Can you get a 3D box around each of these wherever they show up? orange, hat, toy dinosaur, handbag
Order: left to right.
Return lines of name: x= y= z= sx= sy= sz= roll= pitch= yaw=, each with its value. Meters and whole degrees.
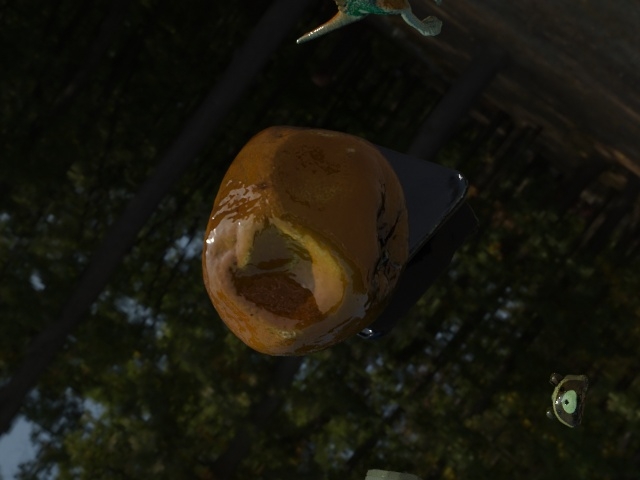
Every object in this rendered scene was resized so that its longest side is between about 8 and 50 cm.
orange: x=0.000 y=0.000 z=1.101 sx=0.183 sy=0.249 sz=0.249 roll=16 pitch=-176 yaw=19
handbag: x=0.058 y=-0.016 z=1.723 sx=0.329 sy=0.303 sz=0.122 roll=24 pitch=150 yaw=39
toy dinosaur: x=0.040 y=-0.209 z=0.869 sx=0.187 sy=0.044 sz=0.106 roll=-2 pitch=159 yaw=28
hat: x=0.384 y=0.247 z=1.633 sx=0.059 sy=0.077 sz=0.076 roll=8 pitch=-155 yaw=24

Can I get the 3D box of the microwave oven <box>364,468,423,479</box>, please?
microwave oven: x=0.155 y=0.534 z=1.945 sx=0.129 sy=0.163 sz=0.205 roll=0 pitch=146 yaw=37
